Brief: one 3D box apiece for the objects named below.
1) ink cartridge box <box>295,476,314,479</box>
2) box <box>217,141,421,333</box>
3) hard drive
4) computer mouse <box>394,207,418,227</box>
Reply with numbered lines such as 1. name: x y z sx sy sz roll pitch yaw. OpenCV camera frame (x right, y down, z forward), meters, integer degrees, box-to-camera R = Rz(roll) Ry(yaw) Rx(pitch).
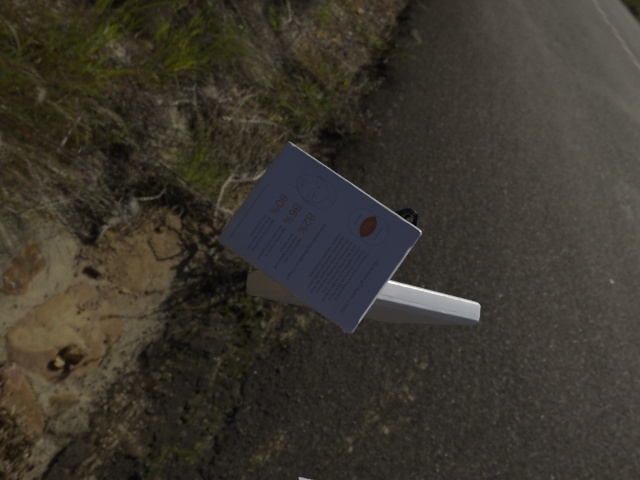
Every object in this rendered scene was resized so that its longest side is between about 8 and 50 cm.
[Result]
1. ink cartridge box: 0.110 0.340 0.588 0.311 0.065 0.186 19 34 -8
2. box: 0.000 0.000 0.709 0.170 0.130 0.091 35 -4 5
3. hard drive: 0.069 0.089 1.003 0.307 0.203 0.040 16 75 -40
4. computer mouse: 0.054 0.004 1.104 0.041 0.242 0.071 171 -101 -82
